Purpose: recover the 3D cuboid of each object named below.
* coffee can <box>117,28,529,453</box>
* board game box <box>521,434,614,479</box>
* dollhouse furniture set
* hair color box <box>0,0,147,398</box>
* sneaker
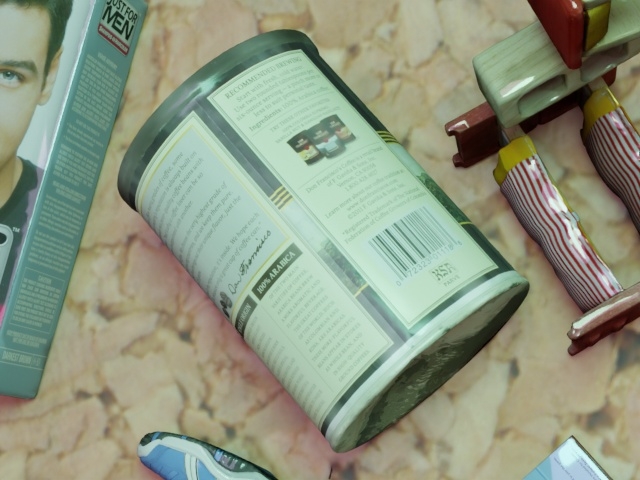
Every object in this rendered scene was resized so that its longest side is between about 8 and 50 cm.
[{"bbox_3d":[0.000,0.000,1.144,0.201,0.201,0.275,-42,75,4],"label":"coffee can"},{"bbox_3d":[0.240,0.306,1.127,0.145,0.027,0.281,-42,74,3],"label":"board game box"},{"bbox_3d":[0.192,-0.064,1.024,0.152,0.374,0.201,-30,74,2],"label":"dollhouse furniture set"},{"bbox_3d":[-0.301,-0.066,1.272,0.185,0.113,0.375,13,83,15],"label":"hair color box"},{"bbox_3d":[-0.066,0.223,1.185,0.211,0.080,0.081,26,84,17],"label":"sneaker"}]
